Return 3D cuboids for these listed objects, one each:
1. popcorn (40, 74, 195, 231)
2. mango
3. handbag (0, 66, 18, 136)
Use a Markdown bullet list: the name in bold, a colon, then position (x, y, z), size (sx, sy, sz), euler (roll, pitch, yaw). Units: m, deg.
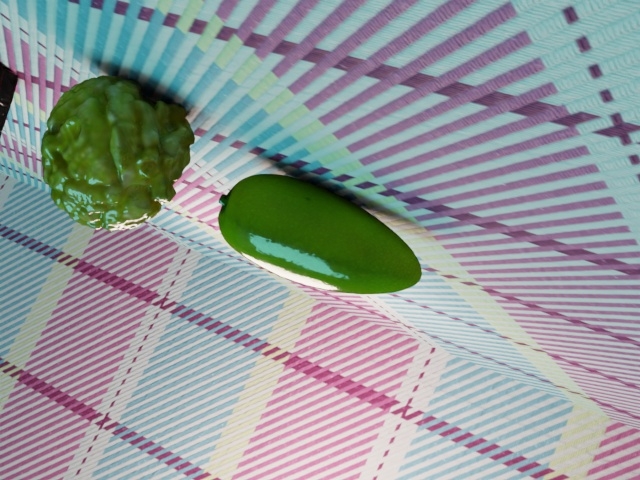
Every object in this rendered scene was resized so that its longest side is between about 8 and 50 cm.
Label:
- **popcorn**: position (-0.299, -0.137, 1.591), size (0.212, 0.259, 0.259), euler (-6, 150, 46)
- **mango**: position (0.000, 0.000, 1.681), size (0.343, 0.156, 0.192), euler (23, 172, 10)
- **handbag**: position (-0.685, -0.272, 1.977), size (0.215, 0.169, 0.155), euler (19, -175, 30)
